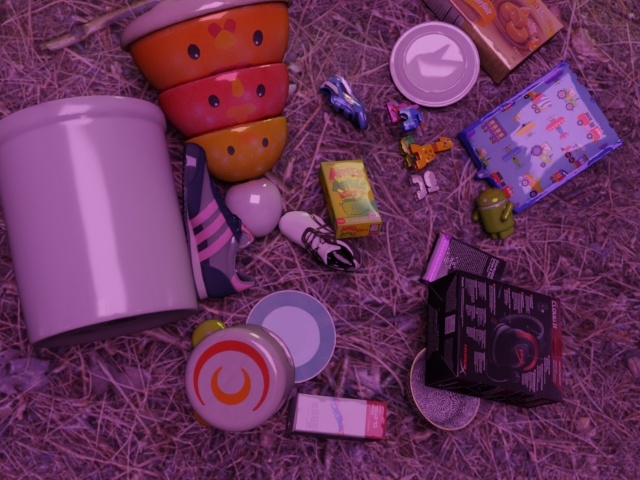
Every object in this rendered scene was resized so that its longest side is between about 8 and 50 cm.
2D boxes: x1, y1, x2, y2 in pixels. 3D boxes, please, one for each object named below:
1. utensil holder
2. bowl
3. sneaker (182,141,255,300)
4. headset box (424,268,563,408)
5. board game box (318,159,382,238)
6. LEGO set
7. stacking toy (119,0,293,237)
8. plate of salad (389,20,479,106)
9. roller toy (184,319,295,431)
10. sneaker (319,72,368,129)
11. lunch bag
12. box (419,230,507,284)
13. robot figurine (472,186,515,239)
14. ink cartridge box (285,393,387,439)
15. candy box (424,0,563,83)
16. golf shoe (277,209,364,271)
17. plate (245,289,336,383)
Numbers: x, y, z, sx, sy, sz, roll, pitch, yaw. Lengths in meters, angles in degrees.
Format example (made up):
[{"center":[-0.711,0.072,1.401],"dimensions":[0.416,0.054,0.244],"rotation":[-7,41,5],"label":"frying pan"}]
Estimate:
[{"center":[-0.407,-0.025,1.572],"dimensions":[0.327,0.327,0.386],"rotation":[-12,81,-13],"label":"utensil holder"},{"center":[0.228,0.299,1.718],"dimensions":[0.170,0.080,0.170],"rotation":[12,65,-26],"label":"bowl"},{"center":[-0.197,-0.040,1.665],"dimensions":[0.131,0.112,0.319],"rotation":[-6,114,-4],"label":"sneaker"},{"center":[0.360,0.204,1.715],"dimensions":[0.293,0.110,0.218],"rotation":[15,66,-25],"label":"headset box"},{"center":[0.059,-0.088,1.772],"dimensions":[0.092,0.043,0.181],"rotation":[-5,50,-11],"label":"board game box"},{"center":[0.225,-0.211,1.850],"dimensions":[0.093,0.087,0.227],"rotation":[-15,81,-13],"label":"LEGO set"},{"center":[-0.168,-0.242,1.716],"dimensions":[0.350,0.350,0.480],"rotation":[-18,97,-14],"label":"stacking toy"},{"center":[0.254,-0.391,1.918],"dimensions":[0.199,0.048,0.200],"rotation":[-1,81,3],"label":"plate of salad"},{"center":[-0.148,0.258,1.625],"dimensions":[0.191,0.146,0.210],"rotation":[6,90,9],"label":"roller toy"},{"center":[0.052,-0.292,1.858],"dimensions":[0.059,0.053,0.144],"rotation":[-30,75,-16],"label":"sneaker"},{"center":[0.464,-0.212,1.882],"dimensions":[0.293,0.138,0.221],"rotation":[-33,87,-7],"label":"lunch bag"},{"center":[0.304,0.066,1.826],"dimensions":[0.162,0.029,0.116],"rotation":[25,74,-2],"label":"box"},{"center":[0.374,-0.061,1.839],"dimensions":[0.067,0.101,0.115],"rotation":[-29,106,-28],"label":"robot figurine"},{"center":[0.028,0.343,1.657],"dimensions":[0.175,0.127,0.072],"rotation":[8,74,-8],"label":"ink cartridge box"},{"center":[0.374,-0.536,1.955],"dimensions":[0.183,0.087,0.316],"rotation":[-39,85,-17],"label":"candy box"},{"center":[0.000,0.000,1.748],"dimensions":[0.198,0.094,0.077],"rotation":[27,100,-1],"label":"golf shoe"},{"center":[-0.062,0.194,1.732],"dimensions":[0.188,0.024,0.188],"rotation":[2,77,-9],"label":"plate"}]
